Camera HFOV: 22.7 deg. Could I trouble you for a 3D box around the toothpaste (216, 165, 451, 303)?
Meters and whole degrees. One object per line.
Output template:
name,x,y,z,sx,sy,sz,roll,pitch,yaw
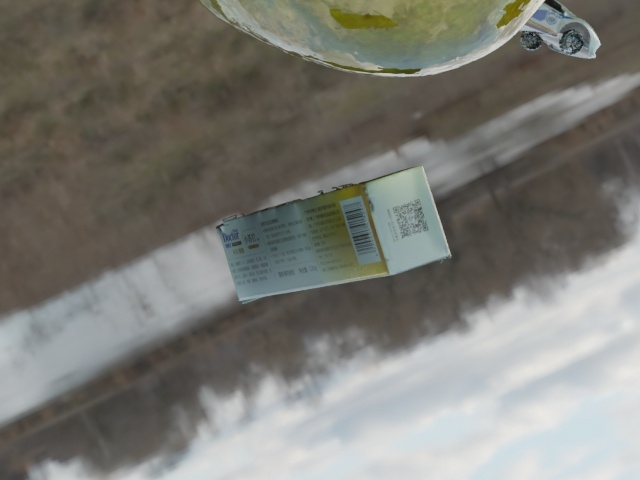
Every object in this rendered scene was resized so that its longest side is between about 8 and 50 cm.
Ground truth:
toothpaste,0.000,0.000,1.428,0.071,0.089,0.313,-20,-177,-27

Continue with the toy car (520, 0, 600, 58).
toy car,0.201,-0.237,1.657,0.204,0.056,0.095,17,-178,-24

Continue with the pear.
pear,0.024,-0.266,1.078,0.304,0.304,0.304,-25,179,0
